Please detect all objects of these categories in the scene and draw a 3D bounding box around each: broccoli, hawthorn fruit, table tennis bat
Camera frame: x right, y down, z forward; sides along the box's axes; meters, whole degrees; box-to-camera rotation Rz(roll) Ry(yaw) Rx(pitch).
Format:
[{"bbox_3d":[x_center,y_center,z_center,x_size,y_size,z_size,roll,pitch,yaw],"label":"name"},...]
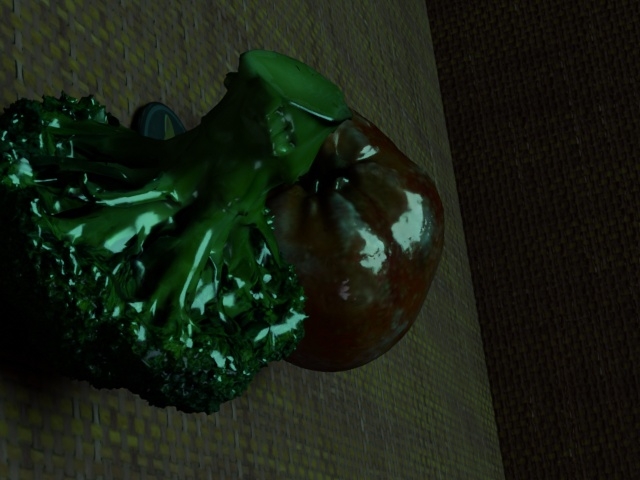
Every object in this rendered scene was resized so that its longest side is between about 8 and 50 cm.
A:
[{"bbox_3d":[-0.120,-0.023,0.953,0.297,0.297,0.298,31,24,-16],"label":"broccoli"},{"bbox_3d":[0.000,0.000,1.356,0.284,0.284,0.284,-13,90,-73],"label":"hawthorn fruit"},{"bbox_3d":[-0.152,-0.036,1.272,0.150,0.027,0.236,55,25,-50],"label":"table tennis bat"}]
